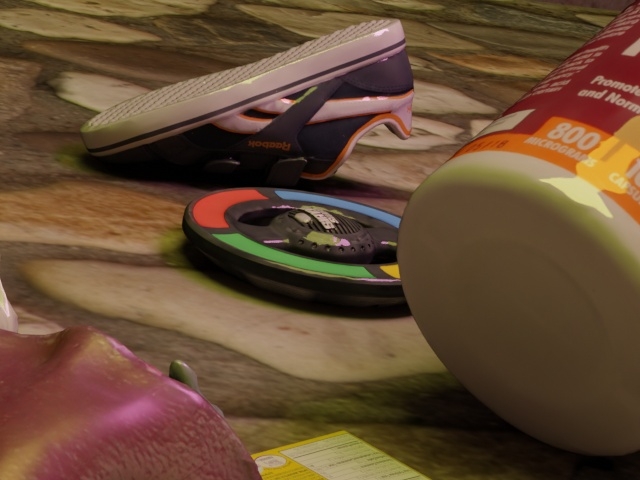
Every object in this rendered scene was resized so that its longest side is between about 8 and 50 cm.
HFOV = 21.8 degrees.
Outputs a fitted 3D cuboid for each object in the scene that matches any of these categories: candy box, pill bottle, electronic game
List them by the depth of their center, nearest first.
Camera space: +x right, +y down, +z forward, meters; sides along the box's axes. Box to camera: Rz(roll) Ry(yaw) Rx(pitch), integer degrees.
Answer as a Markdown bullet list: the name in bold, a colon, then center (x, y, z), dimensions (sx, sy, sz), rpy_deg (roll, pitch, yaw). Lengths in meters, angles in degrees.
- **candy box**: center (-0.020, 0.151, 0.899), dimensions (0.105, 0.027, 0.206), rpy_deg (28, 24, 38)
- **pill bottle**: center (0.254, -0.052, 1.142), dimensions (0.224, 0.224, 0.392), rpy_deg (23, 49, 35)
- **electronic game**: center (0.000, 0.000, 1.361), dimensions (0.229, 0.048, 0.229), rpy_deg (10, 18, -3)

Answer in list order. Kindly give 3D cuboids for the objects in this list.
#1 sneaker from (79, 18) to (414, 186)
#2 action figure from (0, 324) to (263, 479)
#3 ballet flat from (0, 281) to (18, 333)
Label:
- **sneaker**: center (-0.058, -0.104, 1.564), dimensions (0.321, 0.127, 0.126), rpy_deg (-18, 17, -8)
- **action figure**: center (-0.150, 0.185, 0.564), dimensions (0.276, 0.248, 0.370), rpy_deg (50, 21, -21)
- **ballet flat**: center (-0.241, 0.023, 0.989), dimensions (0.139, 0.139, 0.400), rpy_deg (5, 29, -18)
